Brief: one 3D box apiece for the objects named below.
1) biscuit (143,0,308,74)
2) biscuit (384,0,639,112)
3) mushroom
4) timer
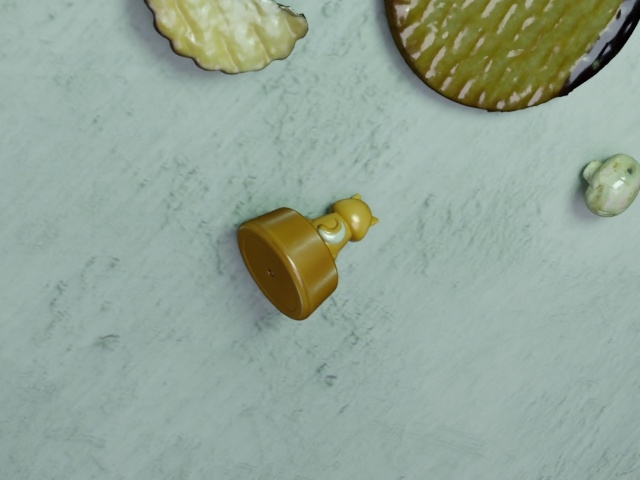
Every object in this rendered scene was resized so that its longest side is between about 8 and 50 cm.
[{"bbox_3d":[-0.112,-0.240,1.113,0.183,0.061,0.118,35,108,-26],"label":"biscuit"},{"bbox_3d":[0.220,-0.291,1.178,0.317,0.040,0.318,-7,120,-12],"label":"biscuit"},{"bbox_3d":[0.357,-0.069,1.323,0.083,0.067,0.084,-36,150,-25],"label":"mushroom"},{"bbox_3d":[0.000,0.000,1.259,0.152,0.132,0.132,-33,125,-22],"label":"timer"}]
